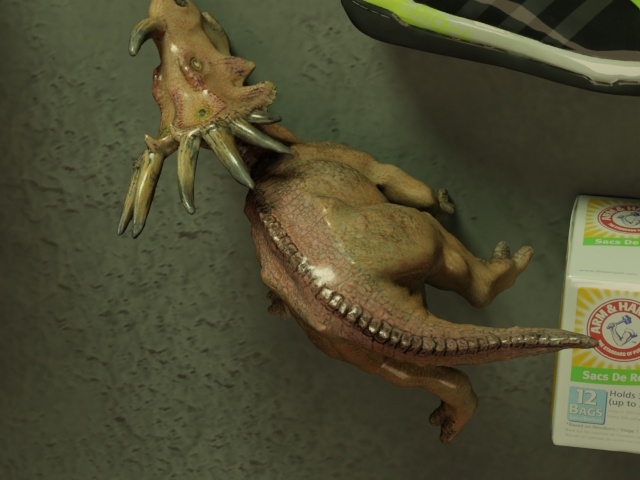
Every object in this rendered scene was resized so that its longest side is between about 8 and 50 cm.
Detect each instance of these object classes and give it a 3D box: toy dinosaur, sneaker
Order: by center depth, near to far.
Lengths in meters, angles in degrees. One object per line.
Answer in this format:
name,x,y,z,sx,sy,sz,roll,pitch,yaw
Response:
sneaker,0.119,-0.141,0.995,0.235,0.084,0.097,10,117,6
toy dinosaur,0.000,0.000,1.018,0.127,0.296,0.200,-54,139,4

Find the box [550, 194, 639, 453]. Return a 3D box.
box,0.234,0.052,1.061,0.203,0.103,0.114,5,118,9
